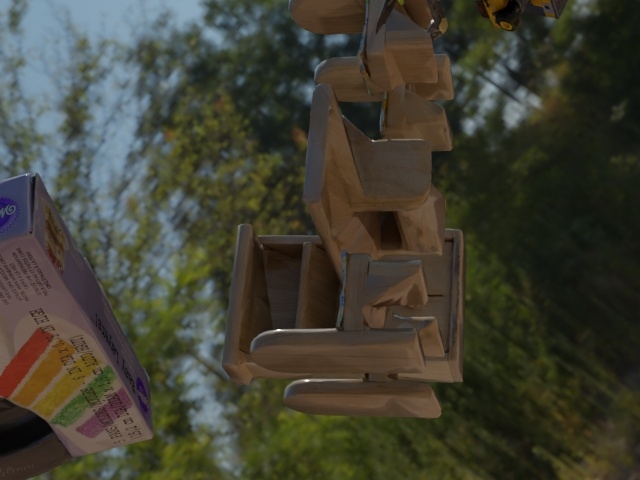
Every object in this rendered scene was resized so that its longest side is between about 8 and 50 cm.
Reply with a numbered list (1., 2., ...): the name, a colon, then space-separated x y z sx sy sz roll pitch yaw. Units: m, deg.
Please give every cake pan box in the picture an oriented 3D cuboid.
1. cake pan box: -0.274 0.087 0.956 0.267 0.245 0.070 73 -174 -48

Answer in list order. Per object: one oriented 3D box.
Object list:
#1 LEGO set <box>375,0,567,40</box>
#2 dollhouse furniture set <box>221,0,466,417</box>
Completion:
1. LEGO set: 0.105 -0.314 0.898 0.255 0.192 0.331 38 -108 -59
2. dollhouse furniture set: 0.000 0.000 1.302 0.394 0.256 0.362 66 -154 -63
